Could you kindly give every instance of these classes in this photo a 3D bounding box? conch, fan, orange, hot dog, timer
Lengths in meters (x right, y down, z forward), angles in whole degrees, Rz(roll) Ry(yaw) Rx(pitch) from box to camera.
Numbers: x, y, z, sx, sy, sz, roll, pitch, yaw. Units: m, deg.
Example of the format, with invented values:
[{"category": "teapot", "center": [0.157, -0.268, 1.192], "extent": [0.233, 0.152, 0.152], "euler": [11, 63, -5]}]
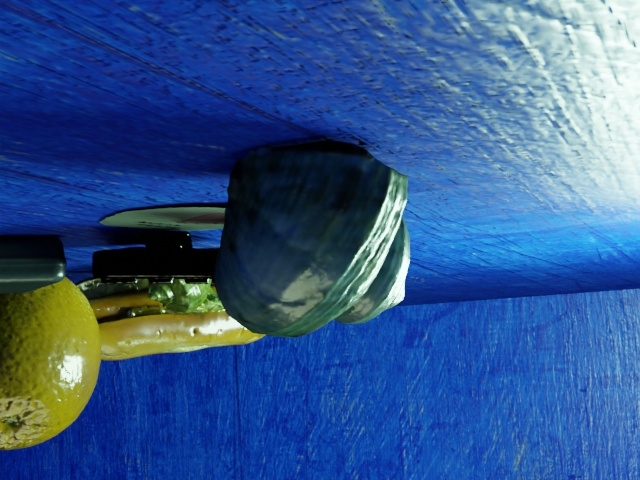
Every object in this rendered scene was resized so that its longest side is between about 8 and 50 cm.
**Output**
[{"category": "conch", "center": [0.000, 0.002, 0.804], "extent": [0.176, 0.122, 0.188], "euler": [-32, 167, 21]}, {"category": "conch", "center": [-0.187, 0.060, 1.509], "extent": [0.121, 0.074, 0.089], "euler": [-24, 180, -44]}, {"category": "fan", "center": [-0.063, -0.025, 1.012], "extent": [0.310, 0.010, 0.182], "euler": [-7, 173, 40]}, {"category": "orange", "center": [-0.369, 0.133, 1.328], "extent": [0.236, 0.236, 0.236], "euler": [-3, 174, 0]}, {"category": "hot dog", "center": [-0.199, 0.093, 1.608], "extent": [0.337, 0.100, 0.135], "euler": [-2, -141, -32]}, {"category": "timer", "center": [-0.161, 0.019, 1.186], "extent": [0.144, 0.055, 0.187], "euler": [1, 179, -5]}]

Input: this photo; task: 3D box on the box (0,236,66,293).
[{"category": "box", "center": [-0.392, 0.029, 1.149], "extent": [0.230, 0.050, 0.160], "euler": [0, 173, -30]}]
